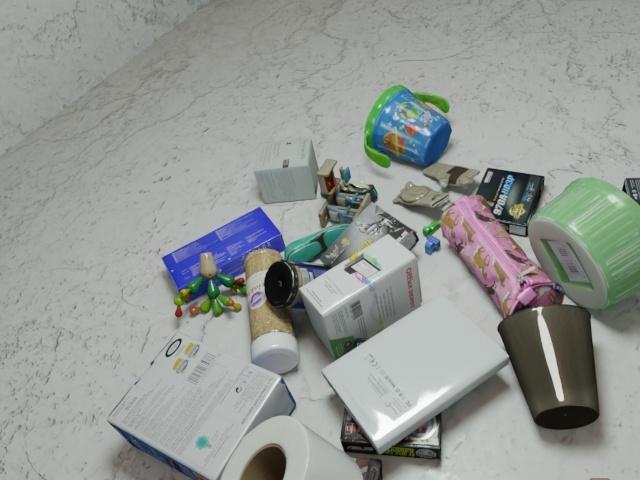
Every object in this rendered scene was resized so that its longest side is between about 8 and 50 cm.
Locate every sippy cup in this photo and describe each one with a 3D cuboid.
[{"bbox_3d":[0.303,-0.366,1.853,0.224,0.240,0.306,35,101,27],"label":"sippy cup"}]

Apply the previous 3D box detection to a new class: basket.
[{"bbox_3d":[0.504,0.276,1.203,0.204,0.154,0.227,-13,47,19],"label":"basket"}]

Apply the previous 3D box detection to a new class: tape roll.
[{"bbox_3d":[-0.059,0.488,1.069,0.246,0.169,0.246,-35,29,23],"label":"tape roll"}]

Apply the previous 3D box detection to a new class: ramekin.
[{"bbox_3d":[0.638,0.017,1.318,0.148,0.303,0.303,-32,46,-6],"label":"ramekin"}]

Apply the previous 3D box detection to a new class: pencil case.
[{"bbox_3d":[0.450,0.046,1.421,0.160,0.167,0.386,2,37,-22],"label":"pencil case"}]

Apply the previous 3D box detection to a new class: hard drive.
[{"bbox_3d":[0.210,0.287,1.259,0.353,0.047,0.233,-30,45,-14],"label":"hard drive"}]

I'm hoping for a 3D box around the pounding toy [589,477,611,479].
[{"bbox_3d":[0.467,0.512,0.952,0.094,0.181,0.206,-3,46,14],"label":"pounding toy"}]

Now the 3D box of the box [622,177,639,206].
[{"bbox_3d":[0.888,-0.073,1.430,0.207,0.153,0.108,0,47,17],"label":"box"}]

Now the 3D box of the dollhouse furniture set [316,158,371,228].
[{"bbox_3d":[0.066,-0.132,1.700,0.129,0.184,0.129,11,50,25],"label":"dollhouse furniture set"}]

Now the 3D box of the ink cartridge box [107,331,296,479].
[{"bbox_3d":[-0.298,0.391,1.312,0.395,0.151,0.270,16,52,27],"label":"ink cartridge box"}]

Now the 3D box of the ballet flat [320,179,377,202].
[{"bbox_3d":[0.089,-0.169,1.812,0.203,0.074,0.074,10,50,25],"label":"ballet flat"}]

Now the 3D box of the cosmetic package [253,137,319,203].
[{"bbox_3d":[-0.109,-0.234,1.874,0.183,0.151,0.151,-6,46,10],"label":"cosmetic package"}]

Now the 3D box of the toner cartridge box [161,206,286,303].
[{"bbox_3d":[-0.296,0.040,1.713,0.347,0.075,0.165,-29,45,-13],"label":"toner cartridge box"}]

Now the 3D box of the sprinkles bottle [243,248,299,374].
[{"bbox_3d":[-0.138,0.182,1.495,0.121,0.121,0.355,-15,44,1],"label":"sprinkles bottle"}]

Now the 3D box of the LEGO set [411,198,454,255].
[{"bbox_3d":[0.336,-0.046,1.602,0.227,0.093,0.087,-38,48,-21],"label":"LEGO set"}]

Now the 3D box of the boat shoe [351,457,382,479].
[{"bbox_3d":[0.099,0.554,1.076,0.092,0.103,0.285,-15,38,8],"label":"boat shoe"}]

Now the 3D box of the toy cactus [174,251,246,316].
[{"bbox_3d":[-0.314,0.125,1.578,0.218,0.112,0.181,-11,87,-7],"label":"toy cactus"}]

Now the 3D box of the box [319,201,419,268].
[{"bbox_3d":[0.135,0.025,1.568,0.231,0.056,0.183,-46,50,-3],"label":"box"}]

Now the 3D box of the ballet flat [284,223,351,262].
[{"bbox_3d":[0.000,0.000,1.667,0.247,0.083,0.087,-23,31,-10],"label":"ballet flat"}]

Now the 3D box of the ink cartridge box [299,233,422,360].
[{"bbox_3d":[0.108,0.144,1.403,0.278,0.201,0.117,-31,46,-15],"label":"ink cartridge box"}]

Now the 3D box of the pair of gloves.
[{"bbox_3d":[0.362,-0.170,1.733,0.240,0.042,0.204,-35,30,-24],"label":"pair of gloves"}]

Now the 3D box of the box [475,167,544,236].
[{"bbox_3d":[0.549,-0.117,1.643,0.175,0.051,0.220,14,52,27],"label":"box"}]

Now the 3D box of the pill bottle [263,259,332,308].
[{"bbox_3d":[-0.029,0.119,1.455,0.219,0.123,0.123,9,25,-43],"label":"pill bottle"}]

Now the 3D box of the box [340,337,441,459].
[{"bbox_3d":[0.171,0.354,1.279,0.216,0.060,0.270,-1,46,16],"label":"box"}]
